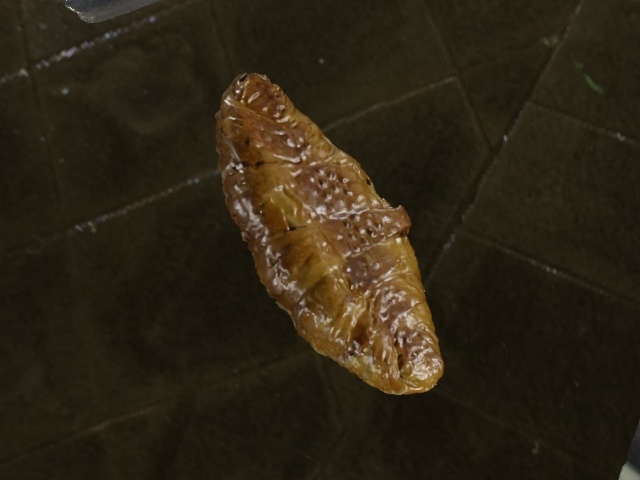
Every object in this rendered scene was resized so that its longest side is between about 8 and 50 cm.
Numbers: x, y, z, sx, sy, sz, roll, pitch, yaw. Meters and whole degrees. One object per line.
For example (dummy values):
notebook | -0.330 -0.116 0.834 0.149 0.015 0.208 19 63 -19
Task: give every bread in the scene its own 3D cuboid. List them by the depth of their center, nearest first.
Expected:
bread | 0.000 0.000 0.708 0.105 0.076 0.233 -24 80 -39

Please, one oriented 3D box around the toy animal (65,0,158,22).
toy animal | 0.025 -0.228 0.732 0.367 0.206 0.081 -21 81 25

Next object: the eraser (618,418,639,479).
eraser | 0.328 0.225 0.624 0.404 0.096 0.098 -141 59 -61
